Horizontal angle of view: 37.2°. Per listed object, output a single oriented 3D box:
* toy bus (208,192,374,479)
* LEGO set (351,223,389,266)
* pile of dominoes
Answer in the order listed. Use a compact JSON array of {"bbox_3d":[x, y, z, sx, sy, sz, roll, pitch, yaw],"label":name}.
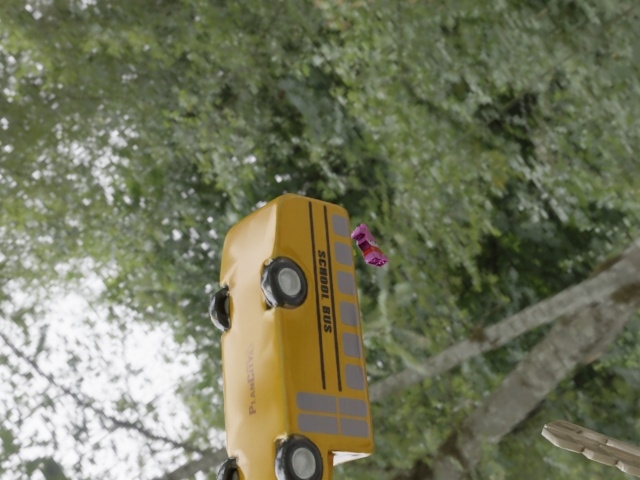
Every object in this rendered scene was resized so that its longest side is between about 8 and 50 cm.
[{"bbox_3d":[-0.028,0.124,0.967,0.130,0.108,0.332,14,-119,-39],"label":"toy bus"},{"bbox_3d":[0.000,0.000,1.461,0.227,0.087,0.093,17,-138,-57],"label":"LEGO set"},{"bbox_3d":[0.341,0.246,0.958,0.251,0.040,0.196,17,180,25],"label":"pile of dominoes"}]
